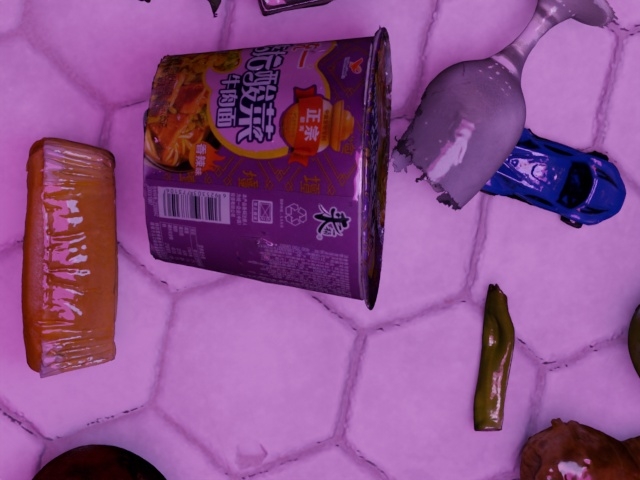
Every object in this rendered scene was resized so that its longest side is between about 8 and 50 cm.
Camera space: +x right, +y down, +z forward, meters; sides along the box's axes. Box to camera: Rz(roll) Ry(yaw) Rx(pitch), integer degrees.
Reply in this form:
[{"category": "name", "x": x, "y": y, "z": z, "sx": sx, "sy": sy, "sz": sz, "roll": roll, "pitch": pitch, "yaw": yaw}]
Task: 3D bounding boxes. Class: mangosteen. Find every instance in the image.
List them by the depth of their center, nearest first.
[{"category": "mangosteen", "x": -0.303, "y": 0.378, "z": 1.851, "sx": 0.261, "sy": 0.235, "sz": 0.236, "roll": -8, "pitch": 103, "yaw": 41}]

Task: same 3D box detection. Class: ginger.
[{"category": "ginger", "x": 0.376, "y": 0.404, "z": 1.920, "sx": 0.274, "sy": 0.152, "sz": 0.358, "roll": 0, "pitch": 96, "yaw": -25}]

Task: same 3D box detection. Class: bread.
[{"category": "bread", "x": -0.307, "y": 0.016, "z": 1.807, "sx": 0.119, "sy": 0.152, "sz": 0.288, "roll": 0, "pitch": 100, "yaw": -10}]

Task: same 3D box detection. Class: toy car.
[{"category": "toy car", "x": 0.290, "y": -0.083, "z": 1.876, "sx": 0.216, "sy": 0.063, "sz": 0.103, "roll": 20, "pitch": 96, "yaw": -7}]

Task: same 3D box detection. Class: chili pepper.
[{"category": "chili pepper", "x": 0.227, "y": 0.153, "z": 1.915, "sx": 0.050, "sy": 0.052, "sz": 0.202, "roll": -1, "pitch": 99, "yaw": -34}]

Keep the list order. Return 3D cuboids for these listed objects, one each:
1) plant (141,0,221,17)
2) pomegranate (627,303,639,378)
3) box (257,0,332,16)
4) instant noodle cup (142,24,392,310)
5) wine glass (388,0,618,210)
[{"category": "plant", "x": -0.188, "y": -0.355, "z": 1.758, "sx": 0.203, "sy": 0.142, "sz": 0.131, "roll": 33, "pitch": 113, "yaw": 13}, {"category": "pomegranate", "x": 0.488, "y": 0.110, "z": 1.872, "sx": 0.202, "sy": 0.202, "sz": 0.248, "roll": 4, "pitch": 71, "yaw": -5}, {"category": "box", "x": -0.019, "y": -0.408, "z": 1.759, "sx": 0.188, "sy": 0.153, "sz": 0.252, "roll": -13, "pitch": 101, "yaw": -1}, {"category": "instant noodle cup", "x": -0.057, "y": -0.091, "z": 1.742, "sx": 0.265, "sy": 0.340, "sz": 0.340, "roll": 3, "pitch": 99, "yaw": 7}, {"category": "wine glass", "x": 0.217, "y": -0.190, "z": 1.786, "sx": 0.143, "sy": 0.143, "sz": 0.321, "roll": 39, "pitch": 82, "yaw": -9}]
